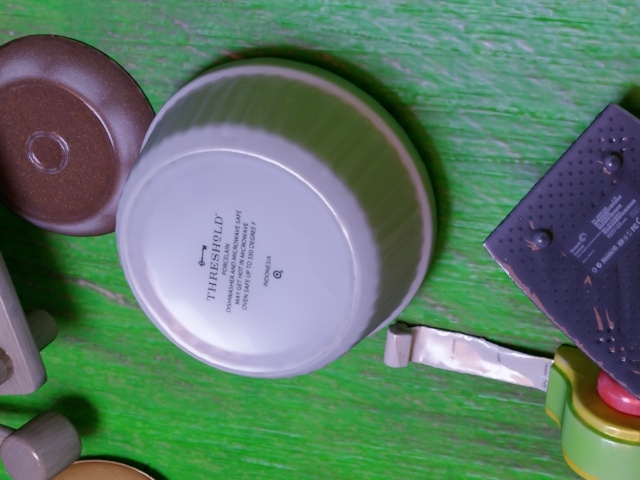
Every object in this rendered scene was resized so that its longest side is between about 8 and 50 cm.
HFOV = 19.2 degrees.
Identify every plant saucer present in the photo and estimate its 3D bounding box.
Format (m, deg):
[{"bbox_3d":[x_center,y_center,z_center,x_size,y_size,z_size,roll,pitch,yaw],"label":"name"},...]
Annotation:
[{"bbox_3d":[-0.239,-0.085,1.693,0.199,0.036,0.198,9,120,16],"label":"plant saucer"}]

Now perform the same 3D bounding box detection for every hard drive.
[{"bbox_3d":[0.272,0.031,1.509,0.255,0.054,0.172,42,92,0],"label":"hard drive"}]

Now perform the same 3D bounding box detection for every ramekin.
[{"bbox_3d":[-0.047,-0.007,1.588,0.273,0.127,0.273,9,119,16],"label":"ramekin"}]

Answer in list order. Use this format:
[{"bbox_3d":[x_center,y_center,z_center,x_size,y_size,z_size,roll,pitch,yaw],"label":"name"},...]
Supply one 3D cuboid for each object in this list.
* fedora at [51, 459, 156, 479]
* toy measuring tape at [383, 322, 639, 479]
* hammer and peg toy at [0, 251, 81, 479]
[{"bbox_3d":[-0.217,0.307,1.863,0.194,0.079,0.194,9,119,17],"label":"fedora"},{"bbox_3d":[0.201,0.144,1.602,0.330,0.121,0.121,13,120,14],"label":"toy measuring tape"},{"bbox_3d":[-0.378,0.079,1.751,0.266,0.127,0.361,-3,114,34],"label":"hammer and peg toy"}]
